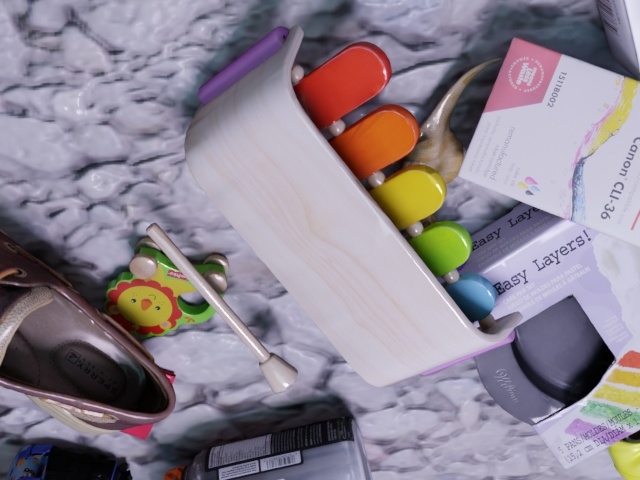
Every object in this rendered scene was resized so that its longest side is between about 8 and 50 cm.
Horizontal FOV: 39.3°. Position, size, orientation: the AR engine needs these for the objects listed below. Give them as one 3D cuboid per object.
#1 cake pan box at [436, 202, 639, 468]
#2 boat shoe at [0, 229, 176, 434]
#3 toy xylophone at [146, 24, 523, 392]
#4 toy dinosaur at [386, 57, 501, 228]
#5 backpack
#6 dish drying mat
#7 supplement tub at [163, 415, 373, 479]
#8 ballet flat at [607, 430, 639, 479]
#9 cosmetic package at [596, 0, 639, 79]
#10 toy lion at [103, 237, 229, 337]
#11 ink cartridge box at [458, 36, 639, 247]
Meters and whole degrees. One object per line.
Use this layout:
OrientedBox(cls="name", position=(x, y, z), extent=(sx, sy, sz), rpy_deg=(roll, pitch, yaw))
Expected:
OrientedBox(cls="cake pan box", position=(0.261, 0.057, 0.809), extent=(0.267, 0.070, 0.245), rpy_deg=(-32, 112, 12))
OrientedBox(cls="boat shoe", position=(-0.258, 0.053, 0.717), extent=(0.342, 0.123, 0.123), rpy_deg=(43, 65, -25))
OrientedBox(cls="toy xylophone", position=(0.000, 0.000, 0.720), extent=(0.236, 0.081, 0.322), rpy_deg=(-20, 112, 33))
OrientedBox(cls="toy dinosaur", position=(0.082, -0.076, 0.747), extent=(0.093, 0.053, 0.183), rpy_deg=(1, 120, -20))
OrientedBox(cls="backpack", position=(-0.260, 0.299, 0.839), extent=(0.117, 0.173, 0.158), rpy_deg=(20, 115, -14))
OrientedBox(cls="dish drying mat", position=(-0.168, 0.156, 0.864), extent=(0.032, 0.008, 0.083), rpy_deg=(22, 115, -13))
OrientedBox(cls="supplement tub", position=(-0.046, 0.244, 0.856), extent=(0.191, 0.117, 0.117), rpy_deg=(-14, 117, 4))
OrientedBox(cls="ballet flat", position=(0.381, 0.158, 0.868), extent=(0.231, 0.077, 0.077), rpy_deg=(-36, 97, 16))
OrientedBox(cls="cosmetic package", position=(0.323, -0.218, 0.661), extent=(0.231, 0.085, 0.117), rpy_deg=(-21, 117, 9))
OrientedBox(cls="toy lion", position=(-0.140, 0.050, 0.801), extent=(0.100, 0.034, 0.096), rpy_deg=(14, 122, -11))
OrientedBox(cls="ink cartridge box", position=(0.220, -0.066, 0.690), extent=(0.198, 0.067, 0.115), rpy_deg=(22, 98, 10))
